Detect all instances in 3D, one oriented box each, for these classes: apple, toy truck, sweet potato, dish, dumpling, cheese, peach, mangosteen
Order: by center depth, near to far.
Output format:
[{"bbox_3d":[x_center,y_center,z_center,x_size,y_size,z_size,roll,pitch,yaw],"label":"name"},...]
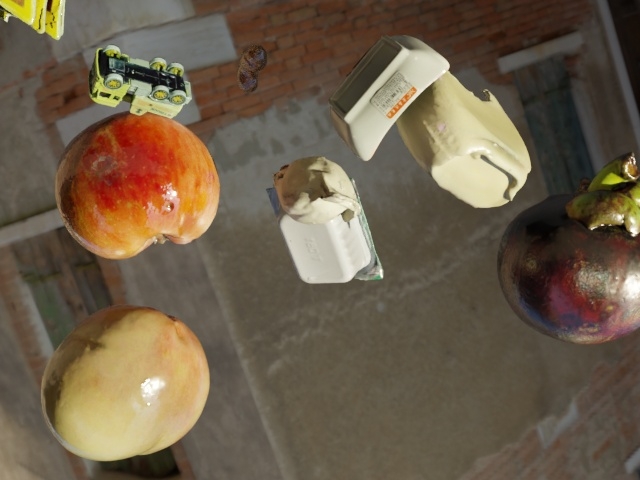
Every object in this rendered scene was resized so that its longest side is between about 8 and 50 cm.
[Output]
[{"bbox_3d":[0.095,-0.254,1.313,0.212,0.077,0.151,-48,-148,12],"label":"dish"},{"bbox_3d":[-0.308,-0.255,1.327,0.169,0.077,0.100,8,147,-34],"label":"toy truck"},{"bbox_3d":[0.249,-0.181,1.367,0.127,0.266,0.233,-40,-139,29],"label":"cheese"},{"bbox_3d":[-0.332,0.251,1.377,0.292,0.292,0.247,-19,-132,-1],"label":"peach"},{"bbox_3d":[-0.002,-0.079,1.391,0.118,0.136,0.199,-56,-144,-6],"label":"dumpling"},{"bbox_3d":[-0.339,-0.100,1.394,0.293,0.251,0.163,-26,171,1],"label":"apple"},{"bbox_3d":[0.479,0.016,1.448,0.306,0.359,0.306,-4,-160,1],"label":"mangosteen"},{"bbox_3d":[-0.133,-0.338,1.524,0.058,0.055,0.202,-37,177,-17],"label":"sweet potato"}]

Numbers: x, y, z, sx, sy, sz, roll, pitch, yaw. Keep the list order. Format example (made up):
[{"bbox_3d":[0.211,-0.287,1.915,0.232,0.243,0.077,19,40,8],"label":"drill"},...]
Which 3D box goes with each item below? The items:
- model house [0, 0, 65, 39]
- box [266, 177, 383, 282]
[{"bbox_3d":[-0.532,-0.419,1.150,0.357,0.313,0.242,-25,-175,1],"label":"model house"},{"bbox_3d":[0.000,0.000,2.130,0.264,0.337,0.106,-4,-142,24],"label":"box"}]
